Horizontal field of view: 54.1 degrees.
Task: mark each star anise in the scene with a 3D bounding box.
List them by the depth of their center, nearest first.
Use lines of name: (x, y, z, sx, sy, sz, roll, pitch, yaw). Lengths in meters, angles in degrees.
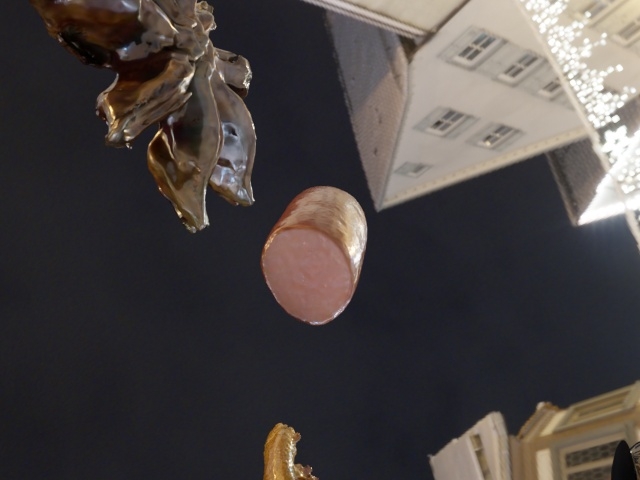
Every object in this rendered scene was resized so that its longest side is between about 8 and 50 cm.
star anise: (-0.117, -0.141, 0.488, 0.288, 0.088, 0.288, -12, -90, -72)

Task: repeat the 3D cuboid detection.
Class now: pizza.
pizza: (-0.013, 0.338, 0.738, 0.134, 0.056, 0.271, 42, -164, -30)

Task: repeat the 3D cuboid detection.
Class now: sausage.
sausage: (0.000, 0.000, 0.735, 0.113, 0.113, 0.259, 45, -164, -8)

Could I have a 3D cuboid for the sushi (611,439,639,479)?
sushi: (0.500, 0.373, 0.648, 0.328, 0.285, 0.329, 9, -93, 6)
